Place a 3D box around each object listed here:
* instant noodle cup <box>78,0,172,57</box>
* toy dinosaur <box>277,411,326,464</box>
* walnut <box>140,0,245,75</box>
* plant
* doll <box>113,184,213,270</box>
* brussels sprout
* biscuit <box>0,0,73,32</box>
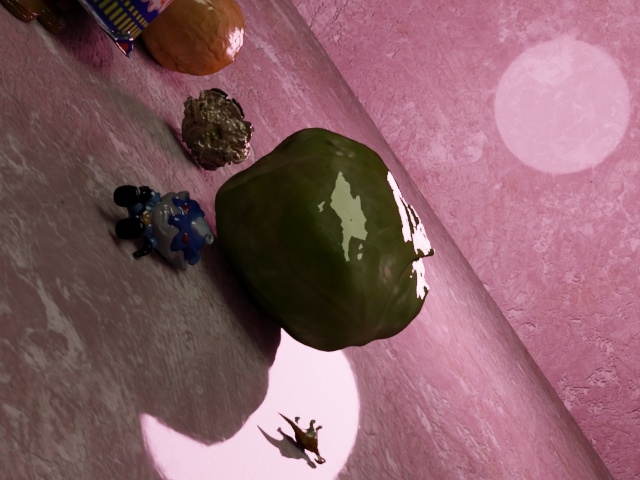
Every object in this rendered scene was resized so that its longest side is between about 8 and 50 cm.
[{"bbox_3d":[-0.222,-0.448,1.609,0.284,0.312,0.284,52,1,-2],"label":"instant noodle cup"},{"bbox_3d":[-0.020,0.228,1.453,0.113,0.026,0.041,58,26,-35],"label":"toy dinosaur"},{"bbox_3d":[-0.207,-0.341,1.881,0.206,0.159,0.159,37,23,-58],"label":"walnut"},{"bbox_3d":[-0.156,-0.161,1.775,0.122,0.104,0.117,-176,-107,-76],"label":"plant"},{"bbox_3d":[-0.175,-0.017,1.402,0.195,0.070,0.096,20,68,-65],"label":"doll"},{"bbox_3d":[0.000,0.000,1.626,0.328,0.247,0.328,50,31,-46],"label":"brussels sprout"},{"bbox_3d":[-0.365,-0.324,1.525,0.138,0.031,0.205,53,15,-16],"label":"biscuit"}]
